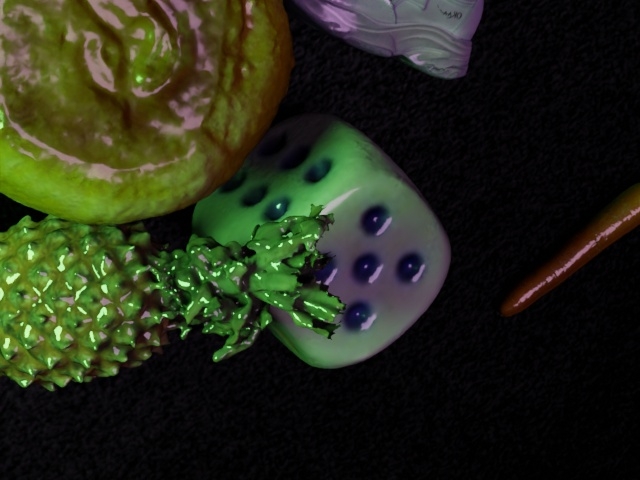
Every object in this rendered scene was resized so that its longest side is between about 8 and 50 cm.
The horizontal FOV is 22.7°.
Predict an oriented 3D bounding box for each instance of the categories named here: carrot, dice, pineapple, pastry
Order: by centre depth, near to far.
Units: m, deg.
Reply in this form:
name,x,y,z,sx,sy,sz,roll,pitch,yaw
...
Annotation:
name,x,y,z,sx,sy,sz,roll,pitch,yaw
pastry,-0.188,-0.183,1.411,0.356,0.164,0.356,-1,92,-30
pineapple,-0.155,0.040,1.456,0.361,0.175,0.175,-12,123,19
dice,0.000,0.000,1.599,0.194,0.193,0.192,-43,123,-6
carrot,0.304,0.010,1.862,0.248,0.043,0.043,-38,123,-9

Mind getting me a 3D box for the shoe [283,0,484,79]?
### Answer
name,x,y,z,sx,sy,sz,roll,pitch,yaw
shoe,0.070,-0.253,1.600,0.245,0.095,0.137,16,98,-36
